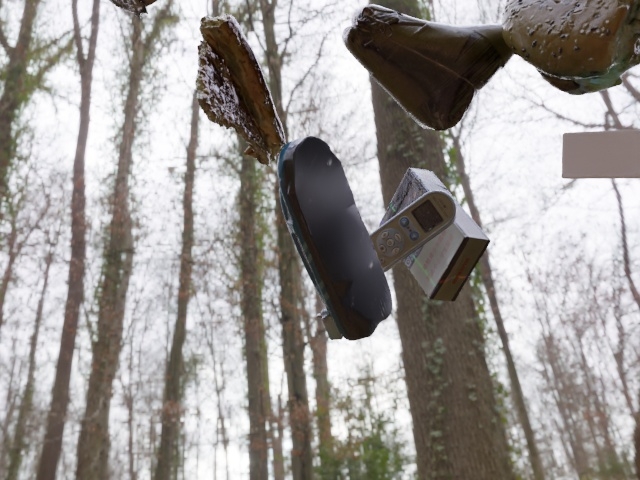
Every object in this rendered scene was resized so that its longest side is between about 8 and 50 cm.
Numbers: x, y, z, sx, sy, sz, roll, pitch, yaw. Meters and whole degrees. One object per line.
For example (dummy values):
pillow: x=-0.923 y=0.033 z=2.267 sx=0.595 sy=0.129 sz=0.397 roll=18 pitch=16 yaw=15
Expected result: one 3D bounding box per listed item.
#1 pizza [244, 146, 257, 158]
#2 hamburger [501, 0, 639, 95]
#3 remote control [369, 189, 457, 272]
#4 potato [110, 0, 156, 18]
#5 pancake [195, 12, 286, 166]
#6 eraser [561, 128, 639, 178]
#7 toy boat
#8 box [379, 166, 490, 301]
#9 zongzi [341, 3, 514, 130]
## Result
pizza: x=-0.130 y=-0.204 z=1.718 sx=0.083 sy=0.016 sz=0.037 roll=-18 pitch=-65 yaw=-7
hamburger: x=0.428 y=-0.339 z=1.289 sx=0.288 sy=0.192 sz=0.167 roll=12 pitch=-15 yaw=47
remote control: x=0.183 y=-0.016 z=1.644 sx=0.244 sy=0.087 sz=0.047 roll=-36 pitch=-15 yaw=12
potato: x=-0.235 y=-0.350 z=0.795 sx=0.138 sy=0.098 sz=0.243 roll=5 pitch=-49 yaw=57
pancake: x=-0.125 y=-0.218 z=1.196 sx=0.057 sy=0.244 sz=0.266 roll=-17 pitch=-71 yaw=16
eraser: x=0.525 y=-0.135 z=1.200 sx=0.076 sy=0.078 sz=0.298 roll=-4 pitch=6 yaw=-42
toy boat: x=0.000 y=0.000 z=1.122 sx=0.092 sy=0.134 sz=0.299 roll=-13 pitch=-76 yaw=40
box: x=0.278 y=-0.018 z=1.948 sx=0.084 sy=0.310 sz=0.198 roll=6 pitch=-56 yaw=-30
zongzi: x=0.224 y=-0.390 z=1.440 sx=0.274 sy=0.145 sz=0.300 roll=43 pitch=-80 yaw=-14
